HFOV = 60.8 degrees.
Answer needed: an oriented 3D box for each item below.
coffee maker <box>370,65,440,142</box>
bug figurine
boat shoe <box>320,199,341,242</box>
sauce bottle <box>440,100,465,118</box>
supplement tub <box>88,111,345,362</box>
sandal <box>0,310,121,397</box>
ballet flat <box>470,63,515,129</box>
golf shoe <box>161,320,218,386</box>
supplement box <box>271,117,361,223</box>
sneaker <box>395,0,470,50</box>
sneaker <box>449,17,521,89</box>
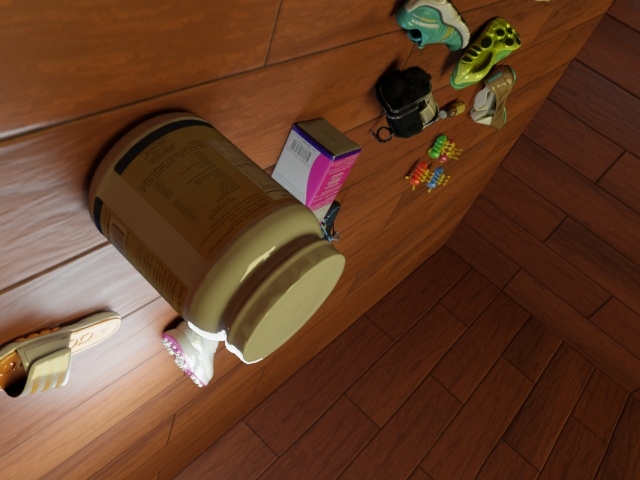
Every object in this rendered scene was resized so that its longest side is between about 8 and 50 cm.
[{"bbox_3d":[0.191,-0.306,1.277,0.171,0.120,0.178,-50,162,8],"label":"coffee maker"},{"bbox_3d":[0.414,-0.275,1.971,0.279,0.072,0.216,-2,125,-61],"label":"bug figurine"},{"bbox_3d":[0.000,0.000,1.519,0.109,0.089,0.258,-28,153,-50],"label":"boat shoe"},{"bbox_3d":[0.418,-0.414,1.734,0.128,0.042,0.042,-28,153,-44],"label":"sauce bottle"},{"bbox_3d":[-0.144,-0.006,0.770,0.228,0.316,0.228,-43,162,-17],"label":"supplement tub"},{"bbox_3d":[-0.430,0.194,0.909,0.265,0.076,0.102,-25,151,-52],"label":"sandal"},{"bbox_3d":[0.600,-0.486,1.939,0.124,0.116,0.342,-27,161,-1],"label":"ballet flat"},{"bbox_3d":[-0.293,0.269,1.354,0.140,0.115,0.306,-45,164,-23],"label":"golf shoe"},{"bbox_3d":[-0.027,-0.129,1.141,0.114,0.111,0.220,-27,154,-51],"label":"supplement box"},{"bbox_3d":[0.234,-0.458,1.144,0.110,0.107,0.275,-35,165,25],"label":"sneaker"},{"bbox_3d":[0.452,-0.522,1.524,0.295,0.109,0.123,-41,-176,-28],"label":"sneaker"}]
